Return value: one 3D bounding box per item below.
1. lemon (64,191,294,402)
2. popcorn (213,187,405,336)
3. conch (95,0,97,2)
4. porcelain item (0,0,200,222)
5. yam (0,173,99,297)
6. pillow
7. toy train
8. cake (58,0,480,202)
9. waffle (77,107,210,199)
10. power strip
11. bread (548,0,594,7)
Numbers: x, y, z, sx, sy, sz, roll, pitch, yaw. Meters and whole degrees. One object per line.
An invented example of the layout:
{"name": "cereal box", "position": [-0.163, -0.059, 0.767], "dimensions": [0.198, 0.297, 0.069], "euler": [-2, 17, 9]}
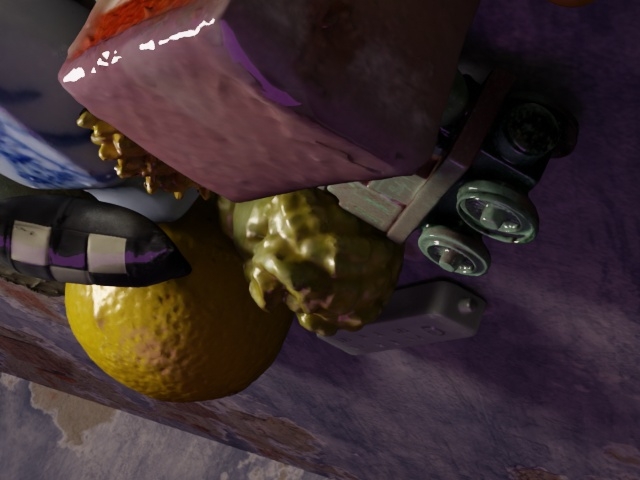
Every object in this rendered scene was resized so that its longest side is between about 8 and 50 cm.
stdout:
{"name": "lemon", "position": [-0.200, 0.075, 1.585], "dimensions": [0.336, 0.336, 0.336], "euler": [19, 158, 8]}
{"name": "popcorn", "position": [0.000, 0.000, 1.363], "dimensions": [0.225, 0.174, 0.286], "euler": [23, -164, -32]}
{"name": "conch", "position": [-0.208, -0.277, 1.080], "dimensions": [0.088, 0.065, 0.180], "euler": [-9, 114, 33]}
{"name": "porcelain item", "position": [-0.321, -0.169, 1.307], "dimensions": [0.242, 0.178, 0.405], "euler": [1, 155, 42]}
{"name": "yam", "position": [-0.492, -0.069, 1.676], "dimensions": [0.241, 0.241, 0.348], "euler": [3, 153, 40]}
{"name": "pillow", "position": [-0.285, 0.002, 1.336], "dimensions": [0.250, 0.106, 0.186], "euler": [9, 171, 0]}
{"name": "toy train", "position": [0.124, -0.086, 1.139], "dimensions": [0.221, 0.150, 0.304], "euler": [30, 159, -1]}
{"name": "cake", "position": [-0.047, -0.182, 0.947], "dimensions": [0.230, 0.237, 0.309], "euler": [37, 155, -31]}
{"name": "waffle", "position": [-0.132, -0.137, 1.230], "dimensions": [0.228, 0.051, 0.231], "euler": [-37, 140, 17]}
{"name": "power strip", "position": [0.122, 0.125, 1.717], "dimensions": [0.091, 0.062, 0.385], "euler": [29, 158, -22]}
{"name": "bread", "position": [0.197, -0.237, 0.797], "dimensions": [0.119, 0.084, 0.177], "euler": [30, 153, -18]}
